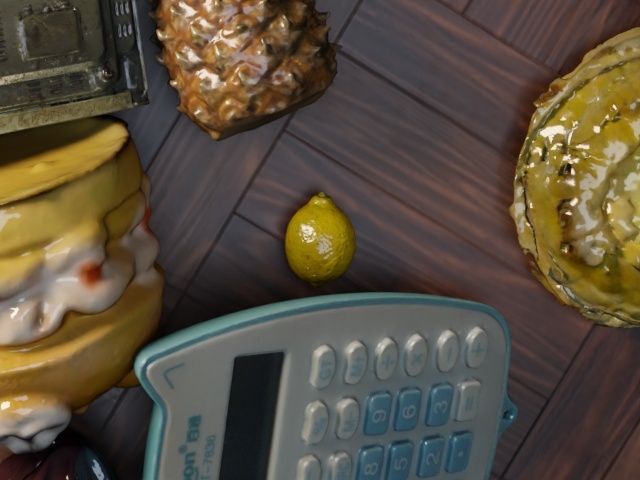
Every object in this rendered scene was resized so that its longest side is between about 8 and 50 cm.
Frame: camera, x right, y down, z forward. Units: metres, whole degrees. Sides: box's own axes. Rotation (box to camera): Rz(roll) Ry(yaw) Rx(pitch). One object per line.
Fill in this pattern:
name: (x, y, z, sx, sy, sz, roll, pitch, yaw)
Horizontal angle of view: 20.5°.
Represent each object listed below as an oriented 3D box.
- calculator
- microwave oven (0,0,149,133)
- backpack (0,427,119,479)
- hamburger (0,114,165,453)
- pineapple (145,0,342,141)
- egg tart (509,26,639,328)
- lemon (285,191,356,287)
calculator: (0.007, 0.163, 1.479, 0.386, 0.054, 0.256, -3, 111, -29)
microwave oven: (-0.254, -0.162, 1.399, 0.205, 0.129, 0.163, -15, 107, -29)
backpack: (-0.269, 0.344, 1.463, 0.283, 0.197, 0.317, -18, 100, -6)
hamburger: (-0.250, 0.043, 1.403, 0.276, 0.276, 0.237, -13, 109, -5)
pineapple: (-0.092, -0.245, 1.447, 0.170, 0.141, 0.310, -23, 93, 25)
egg tart: (0.302, -0.050, 1.537, 0.279, 0.095, 0.279, -1, 96, -9)
lemon: (0.000, 0.000, 1.523, 0.062, 0.062, 0.083, 1, 99, -7)
